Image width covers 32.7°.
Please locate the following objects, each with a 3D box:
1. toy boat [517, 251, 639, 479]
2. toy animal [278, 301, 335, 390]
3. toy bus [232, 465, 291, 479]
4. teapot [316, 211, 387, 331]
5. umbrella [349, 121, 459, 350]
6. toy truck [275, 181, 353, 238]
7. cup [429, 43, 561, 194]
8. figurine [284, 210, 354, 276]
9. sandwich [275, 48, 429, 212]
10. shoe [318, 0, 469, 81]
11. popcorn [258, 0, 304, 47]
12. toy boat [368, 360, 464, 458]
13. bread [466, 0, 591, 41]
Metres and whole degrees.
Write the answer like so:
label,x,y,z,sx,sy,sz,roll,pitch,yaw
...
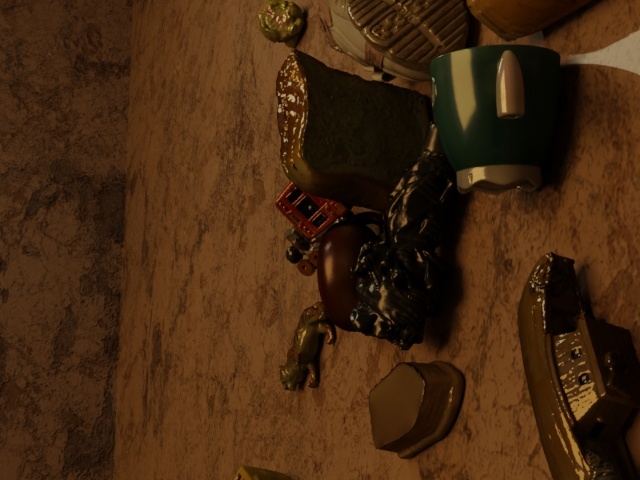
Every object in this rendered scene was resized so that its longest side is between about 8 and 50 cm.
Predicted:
label,x,y,z,sx,sy,sz,roll,pitch,yaw
toy boat,0.291,0.149,1.211,0.121,0.089,0.321,-48,37,43
toy animal,-0.024,0.185,1.986,0.099,0.057,0.241,-121,45,-58
toy bus,-0.066,0.501,1.876,0.335,0.121,0.123,26,98,68
teapot,0.074,0.042,1.750,0.252,0.135,0.178,-76,-19,-46
umbrella,0.143,-0.009,1.585,0.154,0.128,0.336,27,94,44
toy truck,0.013,-0.099,1.801,0.114,0.107,0.252,-44,5,23
cup,0.228,-0.149,1.405,0.299,0.168,0.173,60,-153,-84
figurine,-0.001,-0.001,1.875,0.147,0.093,0.197,-35,-1,20
sandwich,0.057,-0.163,1.687,0.087,0.251,0.226,-34,49,54
shoe,0.118,-0.349,1.766,0.351,0.172,0.198,54,169,37
popcorn,-0.088,-0.475,2.376,0.097,0.109,0.089,-49,-17,-13
toy boat,0.136,0.236,1.577,0.188,0.061,0.116,130,143,-50
bread,0.294,-0.366,1.380,0.288,0.119,0.152,-26,54,62
